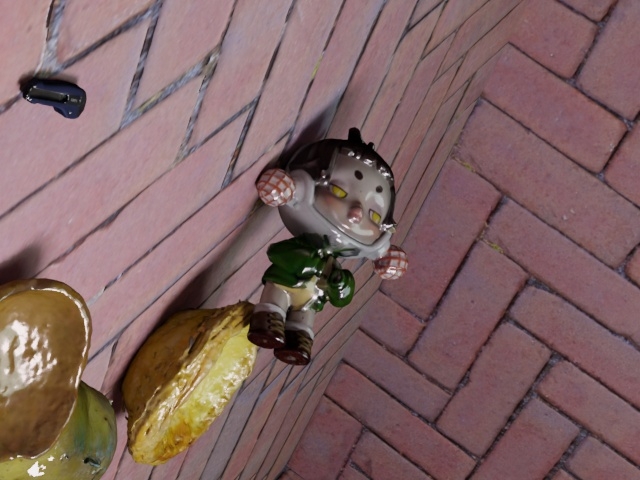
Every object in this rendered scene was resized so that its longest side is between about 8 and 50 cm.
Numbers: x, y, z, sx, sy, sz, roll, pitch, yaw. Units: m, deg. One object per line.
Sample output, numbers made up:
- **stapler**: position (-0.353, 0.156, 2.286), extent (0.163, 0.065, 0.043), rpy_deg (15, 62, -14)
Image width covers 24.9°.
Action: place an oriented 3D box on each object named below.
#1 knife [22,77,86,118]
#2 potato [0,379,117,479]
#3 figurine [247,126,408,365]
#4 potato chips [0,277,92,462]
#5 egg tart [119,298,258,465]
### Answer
- **knife**: position (-0.237, -0.127, 1.281), extent (0.031, 0.018, 0.121), rpy_deg (-58, 167, 8)
- **potato**: position (-0.319, 0.226, 1.662), extent (0.248, 0.143, 0.169), rpy_deg (65, 34, -71)
- **figurine**: position (0.000, 0.000, 2.149), extent (0.167, 0.281, 0.370), rpy_deg (-12, -129, 54)
- **potato chips**: position (-0.319, 0.131, 1.490), extent (0.195, 0.062, 0.208), rpy_deg (-48, 140, -21)
- **egg tart**: position (-0.205, 0.197, 2.150), extent (0.294, 0.123, 0.294), rpy_deg (-51, 165, -20)
